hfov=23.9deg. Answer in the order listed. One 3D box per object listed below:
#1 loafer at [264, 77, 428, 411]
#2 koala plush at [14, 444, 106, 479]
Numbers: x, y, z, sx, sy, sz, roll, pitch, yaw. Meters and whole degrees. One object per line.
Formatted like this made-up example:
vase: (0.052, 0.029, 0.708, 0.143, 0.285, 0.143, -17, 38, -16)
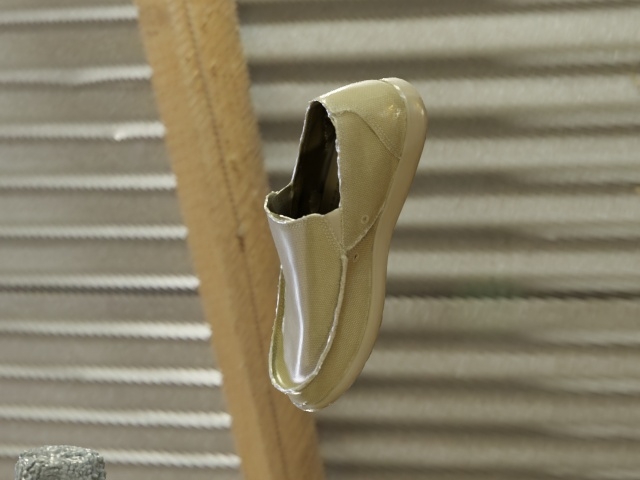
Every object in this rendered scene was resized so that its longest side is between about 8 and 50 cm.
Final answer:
loafer: (0.000, 0.000, 1.164, 0.092, 0.102, 0.268, 9, -80, -30)
koala plush: (-0.143, 0.296, 1.287, 0.221, 0.203, 0.196, -2, -43, -7)
